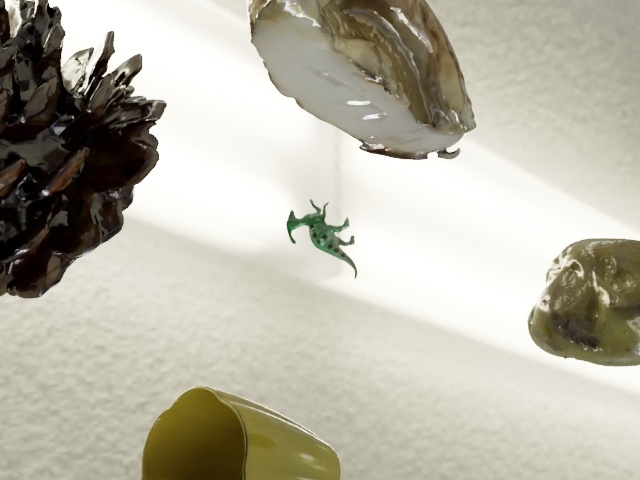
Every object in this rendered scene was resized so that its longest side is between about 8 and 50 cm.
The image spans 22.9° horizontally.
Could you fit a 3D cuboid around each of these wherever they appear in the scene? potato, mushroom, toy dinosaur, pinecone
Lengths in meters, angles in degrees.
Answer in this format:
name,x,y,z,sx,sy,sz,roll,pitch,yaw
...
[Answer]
name,x,y,z,sx,sy,sz,roll,pitch,yaw
potato,0.332,0.071,1.773,0.137,0.200,0.154,42,-127,-45
mushroom,0.017,-0.114,0.869,0.210,0.072,0.094,27,-118,-56
toy dinosaur,0.000,0.000,1.468,0.021,0.062,0.083,35,-134,-71
pinecone,-0.298,-0.108,1.439,0.296,0.242,0.298,27,-134,-8

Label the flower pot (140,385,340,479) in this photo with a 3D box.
name,x,y,z,sx,sy,sz,roll,pitch,yaw
flower pot,-0.080,0.274,1.800,0.179,0.195,0.195,16,-114,-40
